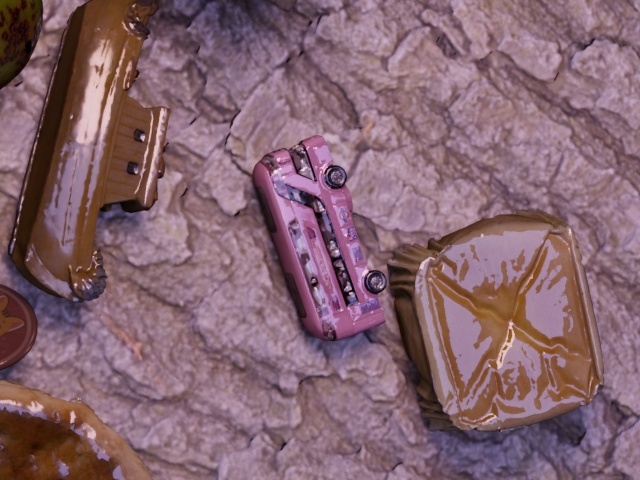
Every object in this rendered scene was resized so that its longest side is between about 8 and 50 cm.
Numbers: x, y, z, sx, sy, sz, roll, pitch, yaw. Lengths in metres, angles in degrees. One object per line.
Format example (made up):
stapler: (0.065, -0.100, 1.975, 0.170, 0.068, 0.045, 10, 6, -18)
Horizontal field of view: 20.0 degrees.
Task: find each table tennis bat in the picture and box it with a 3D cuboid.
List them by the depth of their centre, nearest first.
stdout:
table tennis bat: (-0.354, 0.125, 1.733, 0.170, 0.119, 0.107, -24, 58, -30)

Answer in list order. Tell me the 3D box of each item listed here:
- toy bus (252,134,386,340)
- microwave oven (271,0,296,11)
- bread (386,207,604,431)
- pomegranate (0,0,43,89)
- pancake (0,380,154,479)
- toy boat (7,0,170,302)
toy bus: (0.000, 0.000, 1.816, 0.090, 0.063, 0.203, -20, 94, -16)
microwave oven: (-0.123, -0.464, 1.664, 0.432, 0.236, 0.374, 34, 103, -11)
bread: (0.177, 0.083, 1.841, 0.192, 0.110, 0.210, -16, 92, -10)
pomegranate: (-0.344, -0.235, 1.640, 0.202, 0.248, 0.202, 11, 57, -18)
pancake: (-0.307, 0.296, 1.687, 0.356, 0.065, 0.356, -1, 94, -17)
toy boat: (-0.207, -0.096, 1.747, 0.121, 0.089, 0.321, 16, 81, -21)
